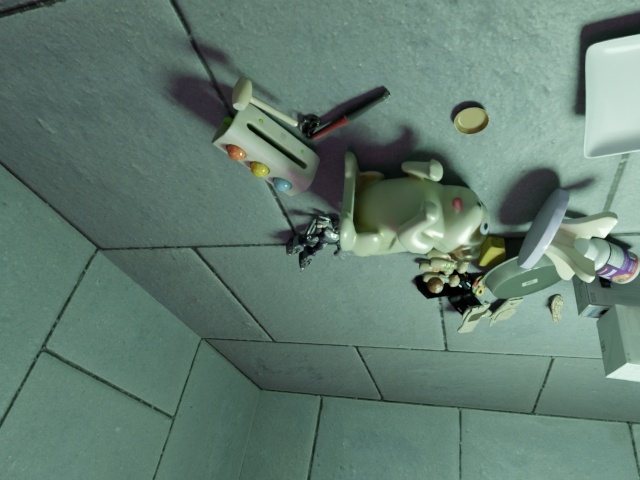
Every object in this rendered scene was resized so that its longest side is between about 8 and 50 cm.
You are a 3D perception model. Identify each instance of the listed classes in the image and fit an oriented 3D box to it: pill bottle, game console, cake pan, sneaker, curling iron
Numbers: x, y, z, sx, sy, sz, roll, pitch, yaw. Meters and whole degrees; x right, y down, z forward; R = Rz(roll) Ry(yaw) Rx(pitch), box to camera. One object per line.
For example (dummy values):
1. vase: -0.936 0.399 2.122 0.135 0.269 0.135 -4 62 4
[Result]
1. pill bottle: 0.885 0.056 1.373 0.193 0.108 0.108 20 145 -12
2. game console: 0.555 0.232 1.788 0.213 0.044 0.361 -15 137 36
3. cake pan: 0.703 0.121 1.486 0.292 0.054 0.293 -8 150 -5
4. sneaker: 0.925 0.254 1.717 0.042 0.067 0.119 1 115 19
5. curling iron: 0.055 -0.324 1.134 0.273 0.035 0.068 -13 139 32

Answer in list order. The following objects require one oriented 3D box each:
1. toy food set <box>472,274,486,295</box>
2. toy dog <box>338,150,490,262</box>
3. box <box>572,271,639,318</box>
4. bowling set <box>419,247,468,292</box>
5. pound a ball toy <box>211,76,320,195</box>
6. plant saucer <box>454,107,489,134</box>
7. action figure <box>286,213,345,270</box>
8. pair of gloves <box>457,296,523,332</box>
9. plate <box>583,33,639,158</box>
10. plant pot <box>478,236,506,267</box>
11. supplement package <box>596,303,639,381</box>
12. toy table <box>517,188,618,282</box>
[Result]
1. toy food set: 0.609 0.168 1.656 0.083 0.020 0.082 -47 126 4
2. toy dog: 0.271 -0.051 1.255 0.407 0.285 0.395 2 145 10
3. box: 1.021 0.181 1.461 0.289 0.169 0.087 4 145 10
4. bowling set: 0.440 0.104 1.507 0.154 0.200 0.287 8 150 3
5. pound a ball toy: -0.147 -0.253 1.171 0.319 0.136 0.208 33 155 -29
6. plant saucer: 0.377 -0.301 1.089 0.083 0.015 0.083 8 145 6
7. action figure: 0.000 0.000 1.570 0.185 0.099 0.285 36 136 -23
8. pair of gloves: 0.685 0.298 1.788 0.239 0.042 0.204 -11 141 -9
9. plate: 0.707 -0.316 0.913 0.277 0.045 0.278 -7 131 23
10. plant pot: 0.578 0.032 1.460 0.081 0.082 0.083 7 140 6
11. supplement package: 1.005 0.324 1.352 0.203 0.194 0.149 6 148 11
12. toy table: 0.695 -0.004 1.246 0.160 0.252 0.274 21 148 12
